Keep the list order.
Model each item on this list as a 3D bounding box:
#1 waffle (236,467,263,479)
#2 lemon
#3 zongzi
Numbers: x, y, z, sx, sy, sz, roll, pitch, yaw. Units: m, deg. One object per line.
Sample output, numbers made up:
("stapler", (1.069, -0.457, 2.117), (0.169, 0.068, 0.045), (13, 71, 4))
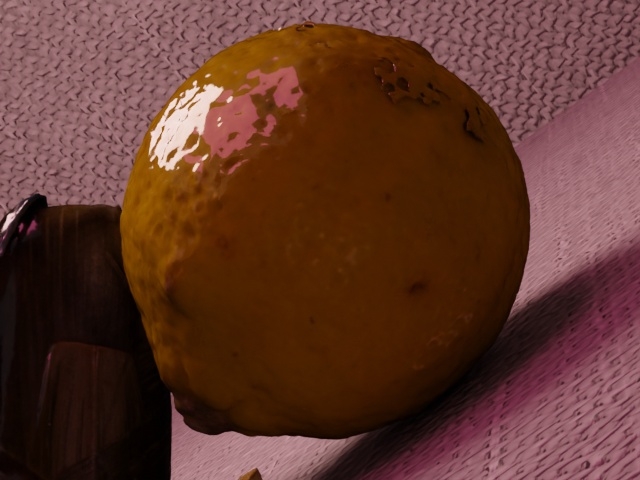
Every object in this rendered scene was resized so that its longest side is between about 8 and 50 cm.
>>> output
("waffle", (-0.113, 0.271, 1.693), (0.097, 0.023, 0.153), (-37, 4, 27))
("lemon", (0.000, 0.000, 1.553), (0.387, 0.350, 0.350), (-63, 9, -12))
("zongzi", (-0.236, 0.183, 1.543), (0.208, 0.403, 0.432), (4, 13, -1))
